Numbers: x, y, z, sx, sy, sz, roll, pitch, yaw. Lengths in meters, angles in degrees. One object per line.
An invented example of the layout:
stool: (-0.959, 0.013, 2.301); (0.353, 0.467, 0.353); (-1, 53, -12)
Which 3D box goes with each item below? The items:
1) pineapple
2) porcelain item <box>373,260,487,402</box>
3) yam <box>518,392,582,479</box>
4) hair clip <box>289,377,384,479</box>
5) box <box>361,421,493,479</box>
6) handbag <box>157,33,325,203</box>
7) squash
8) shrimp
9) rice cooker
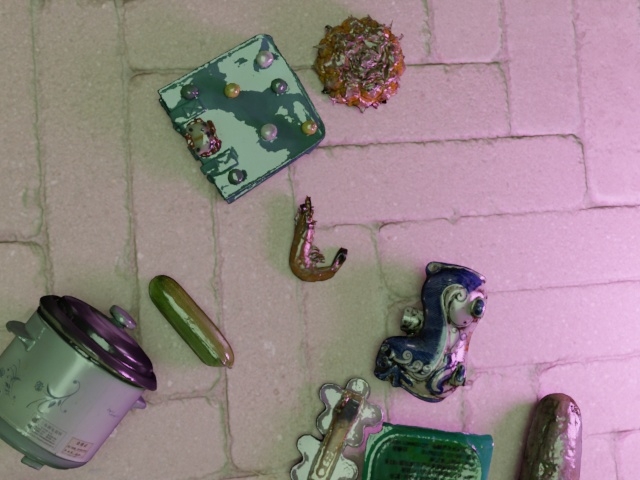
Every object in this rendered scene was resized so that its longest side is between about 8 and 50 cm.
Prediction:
pineapple: (0.088, -0.378, 1.678); (0.225, 0.076, 0.224); (1, 85, -11)
porcelain item: (0.231, 0.183, 1.647); (0.186, 0.138, 0.287); (17, 88, 9)
yam: (0.474, 0.481, 1.665); (0.133, 0.133, 0.330); (14, 79, -8)
hair clip: (0.035, 0.402, 1.623); (0.146, 0.075, 0.256); (24, 89, -5)
box: (0.192, 0.541, 1.619); (0.264, 0.106, 0.336); (9, 85, -8)
handbag: (-0.149, -0.250, 1.616); (0.274, 0.100, 0.268); (-31, 93, -11)
squash: (-0.255, 0.166, 1.587); (0.069, 0.069, 0.239); (-41, 91, -10)
shrimp: (0.000, 0.000, 1.659); (0.124, 0.034, 0.178); (9, 86, -12)
rice cooker: (-0.452, 0.244, 1.452); (0.317, 0.264, 0.316); (-8, 108, -24)
